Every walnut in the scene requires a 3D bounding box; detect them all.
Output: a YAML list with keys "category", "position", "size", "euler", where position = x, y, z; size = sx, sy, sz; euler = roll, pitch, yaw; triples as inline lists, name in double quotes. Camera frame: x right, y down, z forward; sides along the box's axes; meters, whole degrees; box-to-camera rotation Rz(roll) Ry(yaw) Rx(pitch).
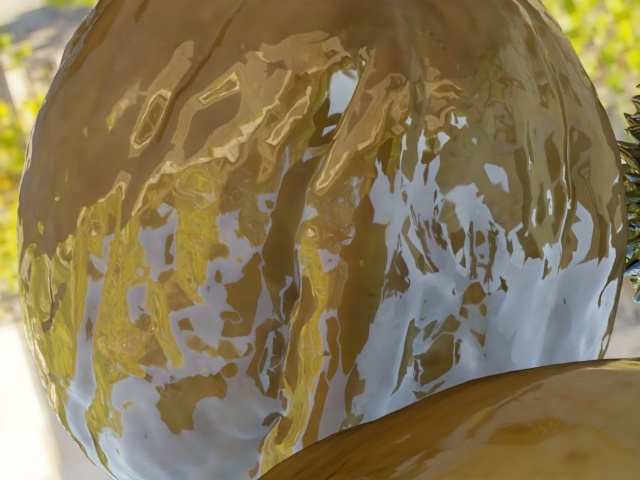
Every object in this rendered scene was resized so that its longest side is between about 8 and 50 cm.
- category: "walnut"
  position: [0.001, 0.001, 0.914]
  size: [0.277, 0.313, 0.252]
  euler: [-6, -155, -44]

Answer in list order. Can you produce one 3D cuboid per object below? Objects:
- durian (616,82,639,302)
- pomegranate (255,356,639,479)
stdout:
- category: "durian"
  position: [0.306, -0.039, 1.134]
  size: [0.291, 0.291, 0.224]
  euler: [-22, -163, 21]
- category: "pomegranate"
  position: [0.071, 0.194, 0.518]
  size: [0.342, 0.342, 0.342]
  euler: [-18, 171, -3]
